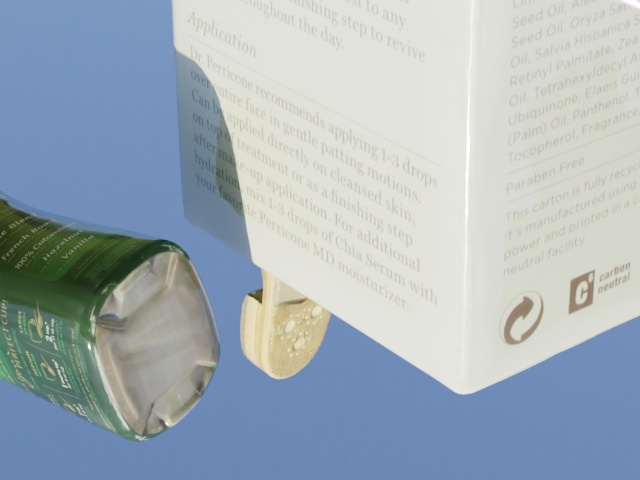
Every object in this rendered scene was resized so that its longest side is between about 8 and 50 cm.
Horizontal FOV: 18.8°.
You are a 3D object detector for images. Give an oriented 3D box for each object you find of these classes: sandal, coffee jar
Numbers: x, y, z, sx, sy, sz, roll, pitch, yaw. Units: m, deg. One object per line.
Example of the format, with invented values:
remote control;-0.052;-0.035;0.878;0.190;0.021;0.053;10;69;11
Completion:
sandal;0.005;-0.003;1.106;0.079;0.240;0.088;33;-131;30
coffee jar;-0.141;0.029;0.955;0.184;0.096;0.079;17;-133;38

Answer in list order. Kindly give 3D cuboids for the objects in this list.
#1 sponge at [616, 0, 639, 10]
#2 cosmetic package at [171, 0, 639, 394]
sponge;0.098;-0.129;0.565;0.210;0.117;0.031;23;-154;3
cosmetic package;0.052;-0.189;0.864;0.161;0.453;0.230;-21;-145;-32
